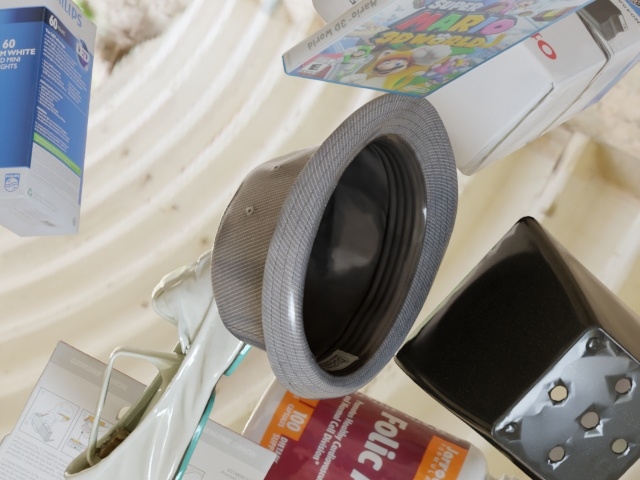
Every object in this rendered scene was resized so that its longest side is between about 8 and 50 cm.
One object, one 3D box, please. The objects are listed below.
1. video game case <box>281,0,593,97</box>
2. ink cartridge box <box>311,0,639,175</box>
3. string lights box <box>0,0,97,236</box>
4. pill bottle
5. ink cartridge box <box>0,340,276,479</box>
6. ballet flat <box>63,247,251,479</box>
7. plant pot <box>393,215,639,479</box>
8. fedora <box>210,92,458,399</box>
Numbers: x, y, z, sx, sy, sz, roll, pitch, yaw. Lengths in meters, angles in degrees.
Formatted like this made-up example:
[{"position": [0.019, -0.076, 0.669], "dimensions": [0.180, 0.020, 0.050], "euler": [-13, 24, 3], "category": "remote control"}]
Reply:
[{"position": [0.075, -0.124, 0.646], "dimensions": [0.119, 0.015, 0.166], "euler": [3, 159, -43], "category": "video game case"}, {"position": [0.217, -0.275, 1.402], "dimensions": [0.285, 0.166, 0.395], "euler": [50, -141, 8], "category": "ink cartridge box"}, {"position": [-0.314, -0.147, 1.287], "dimensions": [0.077, 0.259, 0.133], "euler": [-3, 162, 13], "category": "string lights box"}, {"position": [0.087, 0.341, 1.570], "dimensions": [0.392, 0.224, 0.224], "euler": [23, -171, 10], "category": "pill bottle"}, {"position": [-0.240, 0.298, 1.387], "dimensions": [0.296, 0.261, 0.066], "euler": [29, 175, -3], "category": "ink cartridge box"}, {"position": [-0.144, 0.119, 1.221], "dimensions": [0.139, 0.400, 0.139], "euler": [30, -174, -3], "category": "ballet flat"}, {"position": [0.208, 0.124, 1.040], "dimensions": [0.188, 0.187, 0.167], "euler": [40, -173, -21], "category": "plant pot"}, {"position": [0.000, 0.000, 1.008], "dimensions": [0.124, 0.275, 0.243], "euler": [12, 152, 32], "category": "fedora"}]
